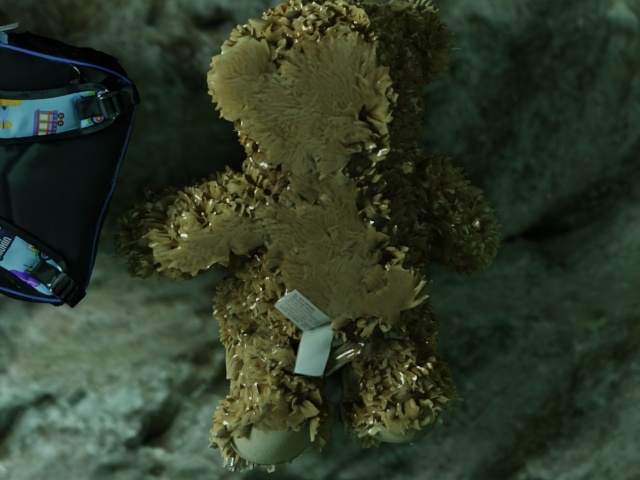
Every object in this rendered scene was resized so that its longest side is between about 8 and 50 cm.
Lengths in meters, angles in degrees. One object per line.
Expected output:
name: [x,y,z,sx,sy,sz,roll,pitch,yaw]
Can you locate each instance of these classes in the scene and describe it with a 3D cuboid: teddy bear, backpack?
teddy bear: [0.000,0.000,1.037,0.245,0.113,0.338,-20,118,3]
backpack: [-0.208,-0.054,0.958,0.173,0.117,0.158,13,105,-16]
